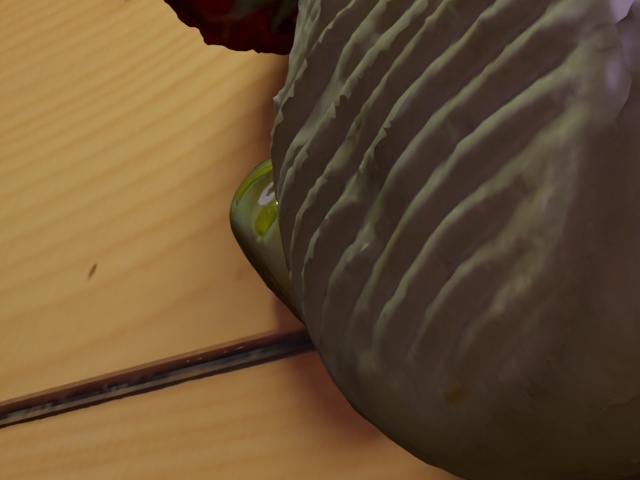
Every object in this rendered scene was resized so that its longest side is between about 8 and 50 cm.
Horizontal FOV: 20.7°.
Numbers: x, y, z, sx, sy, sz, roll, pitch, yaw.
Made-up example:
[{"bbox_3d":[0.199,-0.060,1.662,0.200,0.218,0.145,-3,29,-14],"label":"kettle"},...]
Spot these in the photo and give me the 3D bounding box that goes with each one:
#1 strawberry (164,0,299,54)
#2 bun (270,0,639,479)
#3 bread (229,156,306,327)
[{"bbox_3d":[0.002,-0.244,1.033,0.261,0.261,0.258,-37,40,9],"label":"strawberry"},{"bbox_3d":[0.115,-0.061,0.695,0.362,0.234,0.326,-112,41,-57],"label":"bun"},{"bbox_3d":[0.000,0.000,0.887,0.083,0.094,0.157,-48,25,0],"label":"bread"}]
